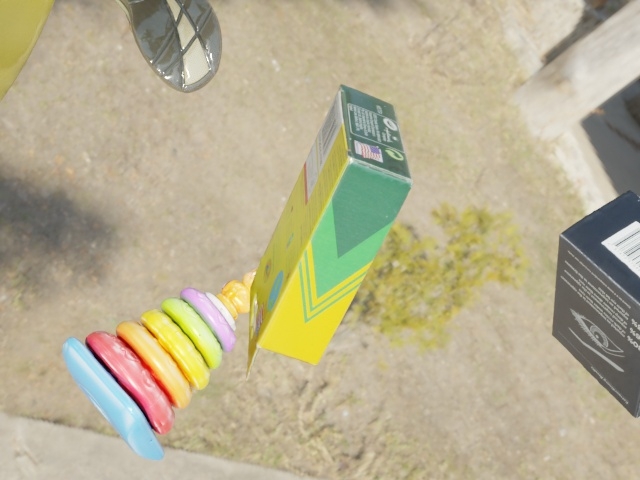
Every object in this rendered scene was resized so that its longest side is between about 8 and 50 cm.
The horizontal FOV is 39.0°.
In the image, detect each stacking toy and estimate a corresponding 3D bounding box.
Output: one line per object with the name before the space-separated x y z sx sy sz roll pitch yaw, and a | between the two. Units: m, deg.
stacking toy | -0.175 0.128 1.211 0.302 0.175 0.166 -39 63 -19

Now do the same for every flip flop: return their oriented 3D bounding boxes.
flip flop | -0.223 -0.310 1.201 0.277 0.112 0.080 51 -10 15

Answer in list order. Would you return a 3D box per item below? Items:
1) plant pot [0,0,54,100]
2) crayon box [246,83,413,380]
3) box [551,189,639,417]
plant pot | -0.495 -0.334 1.230 0.212 0.187 0.212 50 11 4
crayon box | 0.000 0.000 1.078 0.081 0.318 0.202 19 30 -13
box | 0.355 0.075 1.025 0.153 0.108 0.207 50 -17 36
